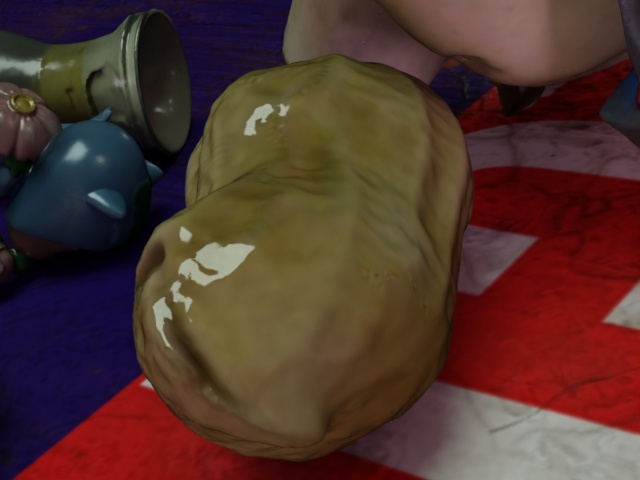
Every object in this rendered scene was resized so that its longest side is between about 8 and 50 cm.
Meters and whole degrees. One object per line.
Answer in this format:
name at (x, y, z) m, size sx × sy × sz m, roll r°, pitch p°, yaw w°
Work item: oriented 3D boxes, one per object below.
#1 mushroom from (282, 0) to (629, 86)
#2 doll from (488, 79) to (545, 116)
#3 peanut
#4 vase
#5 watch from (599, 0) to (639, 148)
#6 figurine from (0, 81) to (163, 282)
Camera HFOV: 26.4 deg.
mushroom at (0.112, -0.254, 0.850) m, size 0.325 × 0.353 × 0.353 m, roll -50°, pitch 37°, yaw -13°
doll at (0.167, -0.144, 1.007) m, size 0.076 × 0.078 × 0.113 m, roll -4°, pitch 29°, yaw 24°
peanut at (0.003, 0.005, 0.733) m, size 0.158 × 0.174 × 0.340 m, roll -4°, pitch 33°, yaw 9°
vase at (-0.277, -0.116, 1.140) m, size 0.321 × 0.173 × 0.173 m, roll -3°, pitch 31°, yaw 13°
watch at (0.295, -0.128, 0.667) m, size 0.274 × 0.305 × 0.241 m, roll -34°, pitch 32°, yaw -14°
figurine at (-0.215, -0.043, 0.996) m, size 0.144 × 0.178 × 0.114 m, roll -55°, pitch 5°, yaw 11°
